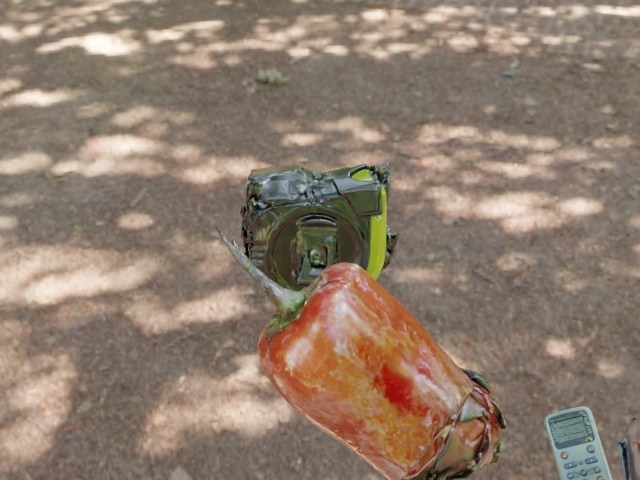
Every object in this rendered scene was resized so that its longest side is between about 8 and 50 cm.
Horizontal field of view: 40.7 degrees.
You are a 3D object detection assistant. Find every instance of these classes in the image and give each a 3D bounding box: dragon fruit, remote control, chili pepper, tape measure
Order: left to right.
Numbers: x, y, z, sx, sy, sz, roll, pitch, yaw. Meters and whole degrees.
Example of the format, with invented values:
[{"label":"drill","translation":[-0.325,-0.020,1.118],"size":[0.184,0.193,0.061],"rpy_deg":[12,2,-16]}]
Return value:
[{"label":"tape measure","translation":[0.000,0.000,1.069],"size":[0.199,0.186,0.112],"rpy_deg":[-1,23,2]},{"label":"chili pepper","translation":[0.008,0.059,0.503],"size":[0.192,0.084,0.086],"rpy_deg":[44,14,-6]},{"label":"dragon fruit","translation":[0.175,0.266,1.224],"size":[0.182,0.182,0.189],"rpy_deg":[-3,45,-4]},{"label":"remote control","translation":[0.275,0.239,0.903],"size":[0.053,0.018,0.124],"rpy_deg":[-17,68,16]}]

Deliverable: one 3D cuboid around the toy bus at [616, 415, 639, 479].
[{"label":"toy bus","translation":[0.323,0.282,0.660],"size":[0.137,0.112,0.317],"rpy_deg":[1,65,0]}]
